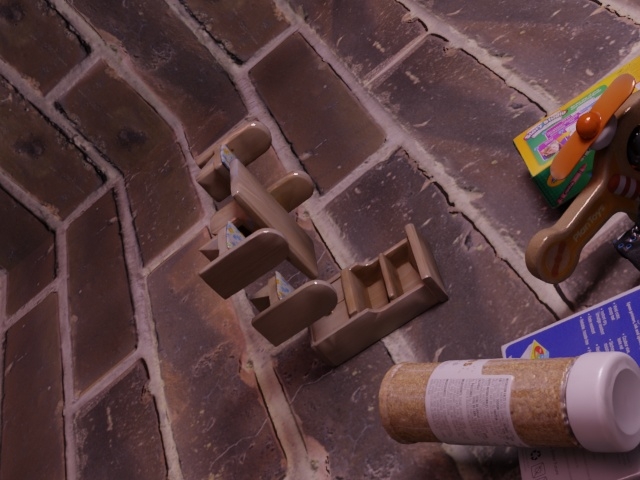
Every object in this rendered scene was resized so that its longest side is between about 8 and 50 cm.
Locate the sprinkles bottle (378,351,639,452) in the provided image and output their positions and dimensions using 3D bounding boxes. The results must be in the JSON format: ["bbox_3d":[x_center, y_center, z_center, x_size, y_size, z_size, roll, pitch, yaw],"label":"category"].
[{"bbox_3d":[0.242,0.214,1.291,0.355,0.121,0.121,-10,44,44],"label":"sprinkles bottle"}]

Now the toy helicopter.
[{"bbox_3d":[0.427,-0.088,1.469,0.355,0.235,0.140,-48,31,-8],"label":"toy helicopter"}]

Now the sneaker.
[{"bbox_3d":[0.465,-0.041,1.401,0.121,0.217,0.079,-24,-3,25],"label":"sneaker"}]

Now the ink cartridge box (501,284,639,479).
[{"bbox_3d":[0.401,0.205,1.302,0.307,0.072,0.304,-26,33,22],"label":"ink cartridge box"}]

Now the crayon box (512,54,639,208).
[{"bbox_3d":[0.478,-0.190,1.672,0.278,0.081,0.165,-34,23,15],"label":"crayon box"}]

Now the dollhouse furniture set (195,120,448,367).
[{"bbox_3d":[0.000,0.000,1.704,0.256,0.394,0.362,-34,31,14],"label":"dollhouse furniture set"}]
